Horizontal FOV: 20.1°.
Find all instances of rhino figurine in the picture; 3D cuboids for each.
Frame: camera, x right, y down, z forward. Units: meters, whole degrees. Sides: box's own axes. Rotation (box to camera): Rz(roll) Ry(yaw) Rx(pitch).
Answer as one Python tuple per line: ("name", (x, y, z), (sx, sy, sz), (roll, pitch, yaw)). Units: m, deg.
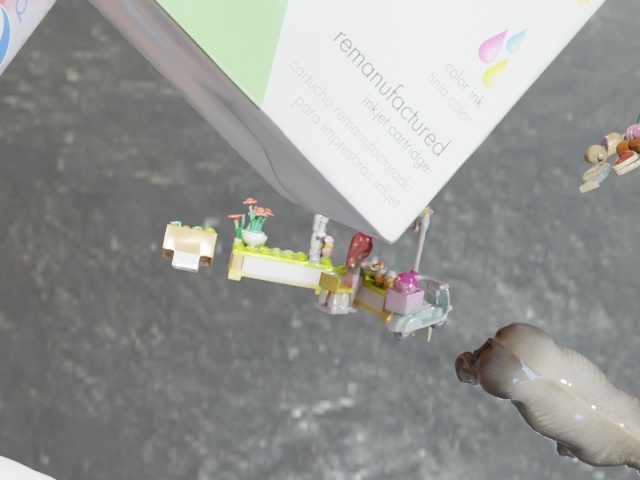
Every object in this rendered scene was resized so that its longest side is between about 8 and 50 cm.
("rhino figurine", (0.225, 0.147, 1.469), (0.243, 0.106, 0.073), (34, 79, 3))

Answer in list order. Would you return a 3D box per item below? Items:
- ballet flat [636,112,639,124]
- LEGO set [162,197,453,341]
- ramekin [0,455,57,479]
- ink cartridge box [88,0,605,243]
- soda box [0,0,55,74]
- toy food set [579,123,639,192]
("ballet flat", (0.423, -0.059, 1.948), (0.083, 0.087, 0.247), (-42, 68, 8))
("LEGO set", (0.000, 0.000, 1.624), (0.287, 0.107, 0.132), (17, 12, 30))
("ramekin", (-0.209, 0.228, 1.065), (0.273, 0.273, 0.127), (15, 54, 11))
("ink cartridge box", (0.060, -0.201, 0.825), (0.353, 0.207, 0.119), (-49, 26, -9))
("soda box", (-0.299, -0.211, 1.569), (0.083, 0.092, 0.263), (13, 54, 23))
("toy food set", (0.274, -0.083, 1.651), (0.078, 0.019, 0.122), (-24, 12, 20))
